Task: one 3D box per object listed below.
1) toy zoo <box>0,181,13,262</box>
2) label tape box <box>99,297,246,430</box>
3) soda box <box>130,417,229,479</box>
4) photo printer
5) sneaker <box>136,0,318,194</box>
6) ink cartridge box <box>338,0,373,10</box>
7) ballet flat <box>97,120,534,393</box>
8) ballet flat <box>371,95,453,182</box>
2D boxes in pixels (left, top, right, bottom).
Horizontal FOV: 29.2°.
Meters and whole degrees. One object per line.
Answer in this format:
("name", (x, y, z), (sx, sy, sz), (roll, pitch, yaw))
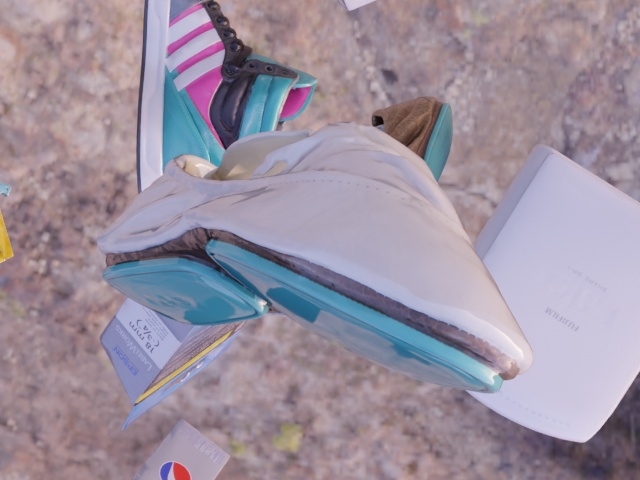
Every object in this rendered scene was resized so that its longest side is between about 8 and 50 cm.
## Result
("toy zoo", (-0.587, -0.015, 1.813), (0.030, 0.293, 0.192), (-12, 105, 61))
("label tape box", (-0.169, 0.087, 1.663), (0.106, 0.240, 0.334), (47, 135, 8))
("soda box", (-0.234, 0.370, 1.634), (0.091, 0.286, 0.098), (37, 126, 2))
("photo printer", (0.291, 0.075, 1.499), (0.256, 0.107, 0.307), (32, 94, -2))
("sneaker", (-0.092, -0.184, 1.254), (0.178, 0.295, 0.124), (3, 169, -6))
("ink cartridge box", (0.164, -0.363, 1.140), (0.371, 0.176, 0.069), (-19, 160, 9))
("ballet flat", (-0.014, -0.010, 0.713), (0.139, 0.139, 0.400), (38, 164, -27))
("ballet flat", (0.073, -0.055, 1.406), (0.124, 0.342, 0.116), (0, 130, 14))
